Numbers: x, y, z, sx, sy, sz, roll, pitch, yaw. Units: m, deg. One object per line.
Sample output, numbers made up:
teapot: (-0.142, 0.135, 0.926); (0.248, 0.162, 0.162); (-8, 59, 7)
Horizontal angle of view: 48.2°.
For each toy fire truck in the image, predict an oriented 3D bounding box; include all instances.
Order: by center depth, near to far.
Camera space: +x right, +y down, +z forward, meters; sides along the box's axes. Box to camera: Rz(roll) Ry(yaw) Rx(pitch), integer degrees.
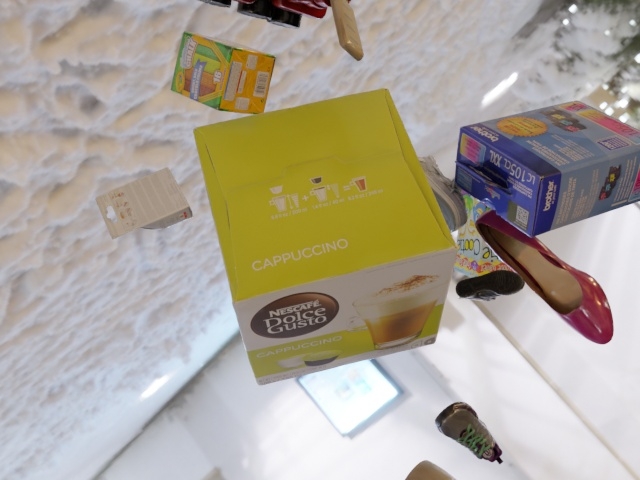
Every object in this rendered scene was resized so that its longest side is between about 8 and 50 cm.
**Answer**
toy fire truck: (-0.043, -0.365, 1.051); (0.217, 0.246, 0.158); (3, 104, -44)

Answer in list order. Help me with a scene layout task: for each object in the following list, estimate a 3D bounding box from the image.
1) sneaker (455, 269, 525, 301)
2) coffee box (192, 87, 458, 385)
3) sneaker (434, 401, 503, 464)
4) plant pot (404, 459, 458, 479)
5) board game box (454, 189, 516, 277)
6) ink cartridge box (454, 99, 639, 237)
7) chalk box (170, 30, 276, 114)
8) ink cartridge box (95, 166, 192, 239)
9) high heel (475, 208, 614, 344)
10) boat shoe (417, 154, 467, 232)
sneaker: (0.340, 0.094, 1.438); (0.170, 0.051, 0.089); (-12, 164, 36)
coffee box: (0.000, 0.000, 1.214); (0.338, 0.338, 0.334); (-13, 149, -6)
sneaker: (0.326, 0.412, 1.514); (0.083, 0.098, 0.224); (-49, 137, 5)
plant pot: (0.271, 0.663, 1.589); (0.284, 0.191, 0.284); (-35, 134, -47)
board game box: (0.473, -0.038, 1.969); (0.142, 0.275, 0.144); (1, -171, -18)
ink cartridge box: (0.473, -0.157, 1.522); (0.395, 0.270, 0.151); (-17, 127, -21)
chalk box: (-0.222, -0.359, 1.516); (0.132, 0.213, 0.132); (-5, 114, -49)
ink cartridge box: (-0.392, -0.074, 1.591); (0.179, 0.145, 0.045); (-26, 144, -11)
high heel: (0.481, 0.086, 1.567); (0.181, 0.377, 0.127); (-15, 150, -46)
boat shoe: (0.266, -0.120, 1.632); (0.103, 0.118, 0.320); (-18, -154, -5)
